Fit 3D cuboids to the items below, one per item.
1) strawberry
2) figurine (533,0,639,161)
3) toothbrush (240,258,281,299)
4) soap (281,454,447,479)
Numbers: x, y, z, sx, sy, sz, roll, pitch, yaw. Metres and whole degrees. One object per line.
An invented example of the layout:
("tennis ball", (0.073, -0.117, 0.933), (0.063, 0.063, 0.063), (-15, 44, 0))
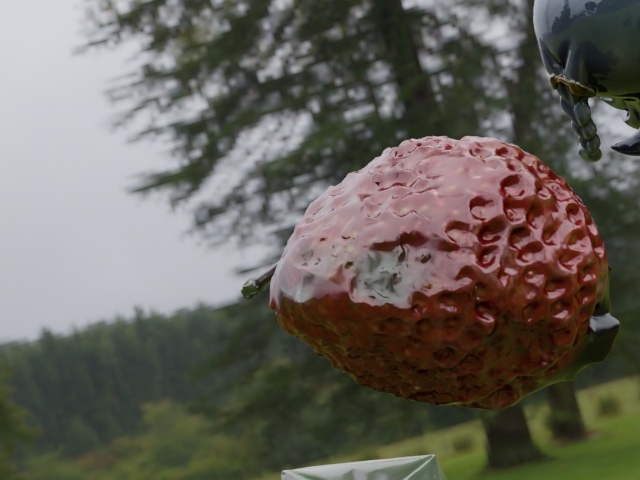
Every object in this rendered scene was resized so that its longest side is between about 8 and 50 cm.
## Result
("strawberry", (0.110, 0.019, 1.515), (0.292, 0.292, 0.310), (-18, -38, 26))
("figurine", (0.323, -0.191, 1.626), (0.175, 0.265, 0.197), (-19, 20, 37))
("toothbrush", (0.000, -0.001, 1.941), (0.041, 0.041, 0.364), (-14, -12, -39))
("soap", (0.059, 0.331, 1.792), (0.182, 0.138, 0.199), (-8, -20, 7))
